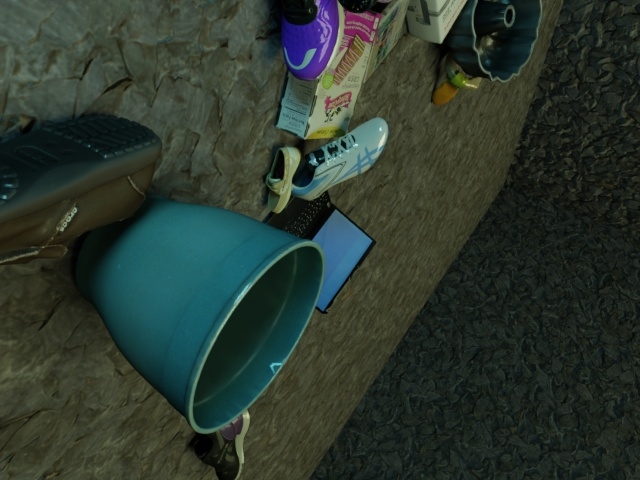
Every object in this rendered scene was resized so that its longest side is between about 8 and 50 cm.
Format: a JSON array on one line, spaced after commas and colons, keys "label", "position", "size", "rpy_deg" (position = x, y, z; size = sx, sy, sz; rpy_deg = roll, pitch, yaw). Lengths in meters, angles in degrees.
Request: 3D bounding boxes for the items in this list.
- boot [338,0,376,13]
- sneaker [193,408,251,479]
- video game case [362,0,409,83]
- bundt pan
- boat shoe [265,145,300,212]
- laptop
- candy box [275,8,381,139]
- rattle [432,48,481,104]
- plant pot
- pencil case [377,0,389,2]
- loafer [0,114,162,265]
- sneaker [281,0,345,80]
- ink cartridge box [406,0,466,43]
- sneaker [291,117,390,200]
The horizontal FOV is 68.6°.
[{"label": "boot", "position": [0.095, -0.445, 0.618], "size": [0.207, 0.094, 0.246], "rpy_deg": [-50, 156, -47]}, {"label": "sneaker", "position": [-0.261, 0.509, 1.160], "size": [0.124, 0.107, 0.283], "rpy_deg": [-15, 126, -39]}, {"label": "video game case", "position": [0.132, -0.423, 0.966], "size": [0.143, 0.019, 0.157], "rpy_deg": [-53, 172, -18]}, {"label": "bundt pan", "position": [0.451, -0.595, 1.252], "size": [0.331, 0.124, 0.331], "rpy_deg": [-16, 116, -36]}, {"label": "boat shoe", "position": [-0.081, -0.116, 0.895], "size": [0.045, 0.050, 0.135], "rpy_deg": [-5, 119, -48]}, {"label": "laptop", "position": [0.000, 0.000, 1.059], "size": [0.234, 0.136, 0.264], "rpy_deg": [-54, 155, -19]}, {"label": "candy box", "position": [0.016, -0.307, 0.848], "size": [0.159, 0.071, 0.233], "rpy_deg": [-23, 136, -55]}, {"label": "rattle", "position": [0.408, -0.527, 1.409], "size": [0.143, 0.130, 0.200], "rpy_deg": [117, -28, -75]}, {"label": "plant pot", "position": [-0.172, 0.069, 0.640], "size": [0.271, 0.255, 0.271], "rpy_deg": [-50, 156, -31]}, {"label": "pencil case", "position": [0.071, -0.453, 0.780], "size": [0.088, 0.086, 0.206], "rpy_deg": [-42, 173, 37]}, {"label": "loafer", "position": [-0.303, -0.016, 0.451], "size": [0.366, 0.134, 0.130], "rpy_deg": [-34, 146, -48]}, {"label": "sneaker", "position": [-0.032, -0.379, 0.654], "size": [0.146, 0.102, 0.293], "rpy_deg": [-24, 129, -54]}, {"label": "ink cartridge box", "position": [0.252, -0.567, 1.014], "size": [0.158, 0.092, 0.218], "rpy_deg": [-59, 157, -6]}, {"label": "sneaker", "position": [0.028, -0.157, 0.905], "size": [0.237, 0.085, 0.086], "rpy_deg": [-33, 151, 23]}]
